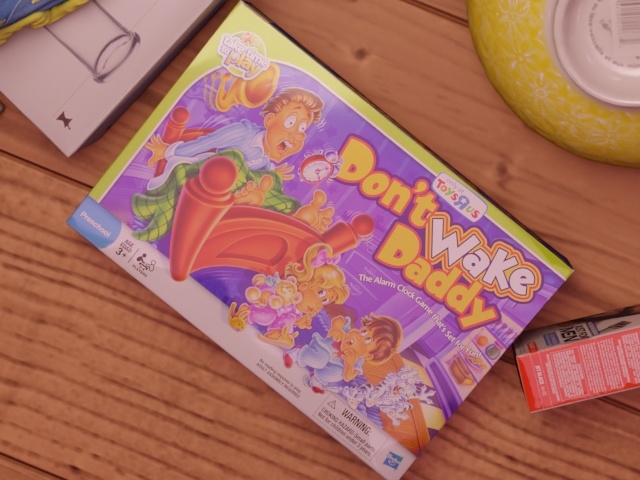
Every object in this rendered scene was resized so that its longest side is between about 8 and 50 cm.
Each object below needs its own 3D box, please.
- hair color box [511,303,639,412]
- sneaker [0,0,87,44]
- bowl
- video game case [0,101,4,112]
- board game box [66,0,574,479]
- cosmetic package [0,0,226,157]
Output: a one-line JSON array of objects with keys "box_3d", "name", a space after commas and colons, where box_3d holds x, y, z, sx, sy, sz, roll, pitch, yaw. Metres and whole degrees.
[{"box_3d": [0.244, 0.090, 1.306, 0.167, 0.093, 0.053, -13, 96, 4], "name": "hair color box"}, {"box_3d": [-0.210, -0.205, 1.174, 0.240, 0.126, 0.091, -34, 97, 16], "name": "sneaker"}, {"box_3d": [0.243, -0.176, 1.205, 0.289, 0.156, 0.290, 5, 110, 13], "name": "bowl"}, {"box_3d": [-0.403, -0.113, 1.358, 0.201, 0.023, 0.183, -42, 93, 8], "name": "video game case"}, {"box_3d": [0.000, 0.000, 1.318, 0.347, 0.078, 0.233, 38, 98, -1], "name": "board game box"}, {"box_3d": [-0.170, -0.299, 1.261, 0.284, 0.097, 0.377, 43, 106, -5], "name": "cosmetic package"}]
